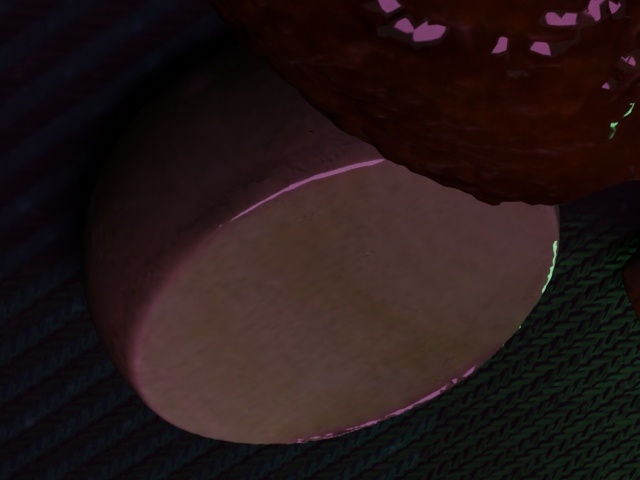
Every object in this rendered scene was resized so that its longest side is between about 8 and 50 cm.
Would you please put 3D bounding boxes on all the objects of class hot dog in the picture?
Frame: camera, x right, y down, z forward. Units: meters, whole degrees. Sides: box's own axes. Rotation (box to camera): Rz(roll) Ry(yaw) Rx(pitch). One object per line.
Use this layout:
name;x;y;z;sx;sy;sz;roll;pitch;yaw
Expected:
hot dog;0.050;-0.172;0.769;0.267;0.174;0.387;-30;136;16

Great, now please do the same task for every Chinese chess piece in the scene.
Chinese chess piece;0.000;0.000;1.011;0.250;0.101;0.250;-14;142;-12

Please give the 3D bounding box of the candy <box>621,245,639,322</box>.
candy;0.288;0.075;1.124;0.143;0.271;0.101;21;104;-39
